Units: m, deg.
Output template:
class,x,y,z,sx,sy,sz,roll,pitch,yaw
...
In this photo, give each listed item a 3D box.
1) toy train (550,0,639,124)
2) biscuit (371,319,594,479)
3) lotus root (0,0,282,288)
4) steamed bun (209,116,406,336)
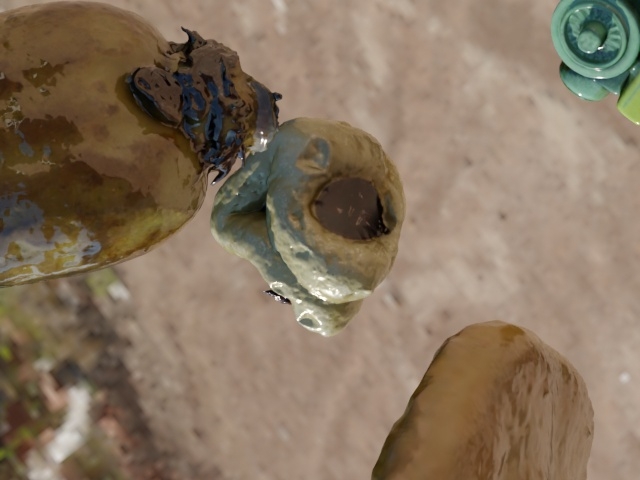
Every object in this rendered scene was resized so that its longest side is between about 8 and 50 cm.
class,x,y,z,sx,sy,sz,roll,pitch,yaw
toy train,0.418,-0.264,1.972,0.272,0.179,0.442,38,132,5
biscuit,0.122,0.268,1.584,0.104,0.429,0.446,15,163,22
lotus root,-0.185,-0.056,1.222,0.141,0.314,0.169,137,119,-74
steamed bun,0.000,0.000,1.741,0.172,0.141,0.155,-44,50,34
